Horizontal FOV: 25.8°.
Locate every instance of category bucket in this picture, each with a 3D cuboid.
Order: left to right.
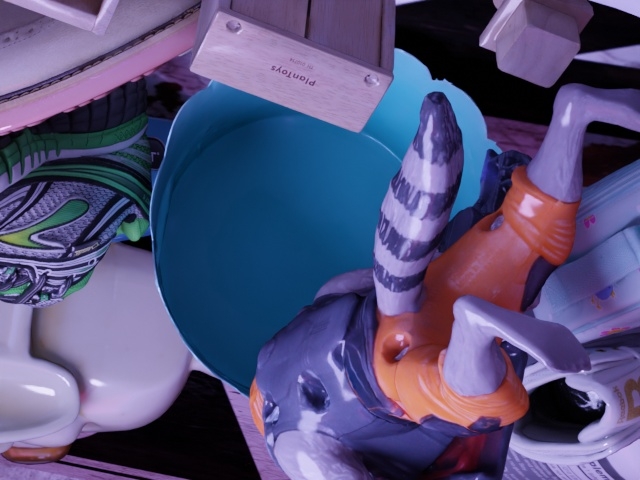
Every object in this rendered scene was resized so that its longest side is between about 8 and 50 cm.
[{"bbox_3d":[0.000,0.000,1.046,0.281,0.281,0.183,16,171,-7],"label":"bucket"}]

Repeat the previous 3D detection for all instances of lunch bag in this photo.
[{"bbox_3d":[0.266,-0.016,0.957,0.224,0.108,0.279,-13,167,-24],"label":"lunch bag"}]

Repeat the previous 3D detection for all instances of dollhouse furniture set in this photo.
[{"bbox_3d":[0.034,-0.251,0.699,0.303,0.174,0.355,18,134,-15],"label":"dollhouse furniture set"}]

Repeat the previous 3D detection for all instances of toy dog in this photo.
[{"bbox_3d":[-0.306,0.105,1.554,0.395,0.284,0.408,2,165,-23],"label":"toy dog"}]

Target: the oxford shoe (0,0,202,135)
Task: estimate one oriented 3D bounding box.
[{"bbox_3d":[-0.252,-0.135,0.854,0.397,0.146,0.140,-10,-162,11],"label":"oxford shoe"}]

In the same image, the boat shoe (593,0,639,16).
[{"bbox_3d":[0.130,-0.174,0.550,0.367,0.136,0.156,17,135,-17],"label":"boat shoe"}]

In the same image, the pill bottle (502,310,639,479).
[{"bbox_3d":[0.249,0.126,1.297,0.363,0.210,0.210,-10,149,44],"label":"pill bottle"}]

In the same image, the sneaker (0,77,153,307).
[{"bbox_3d":[-0.211,-0.010,0.930,0.134,0.146,0.343,-3,-162,32],"label":"sneaker"}]

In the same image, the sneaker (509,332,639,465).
[{"bbox_3d":[0.272,0.110,1.033,0.292,0.108,0.169,-18,179,35],"label":"sneaker"}]

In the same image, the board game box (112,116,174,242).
[{"bbox_3d":[-0.269,-0.055,1.179,0.336,0.079,0.254,6,169,-44],"label":"board game box"}]

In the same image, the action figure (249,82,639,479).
[{"bbox_3d":[0.060,0.025,0.820,0.178,0.341,0.330,27,140,-15],"label":"action figure"}]
